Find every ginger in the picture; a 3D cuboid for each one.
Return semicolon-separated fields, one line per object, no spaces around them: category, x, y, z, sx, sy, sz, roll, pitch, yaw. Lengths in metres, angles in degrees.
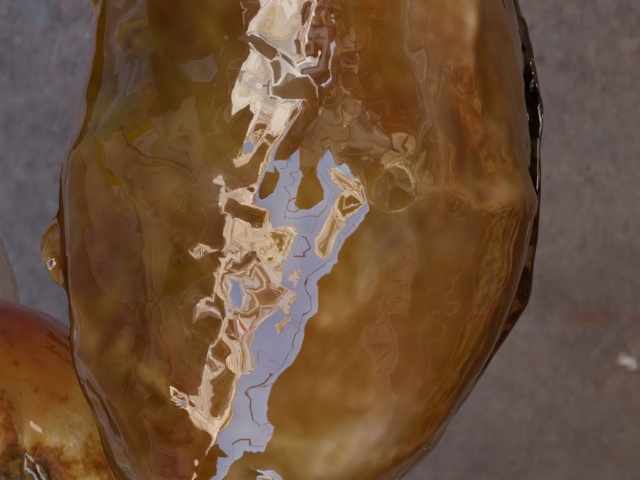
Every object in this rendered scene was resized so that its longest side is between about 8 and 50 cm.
ginger;-0.001;-0.060;0.565;0.165;0.321;0.172;19;146;-27

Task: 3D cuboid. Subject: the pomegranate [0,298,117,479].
pomegranate;-0.222;0.153;0.932;0.270;0.252;0.229;-19;94;57

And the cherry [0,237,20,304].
cherry;-0.374;0.052;1.151;0.326;0.291;0.335;11;170;9
